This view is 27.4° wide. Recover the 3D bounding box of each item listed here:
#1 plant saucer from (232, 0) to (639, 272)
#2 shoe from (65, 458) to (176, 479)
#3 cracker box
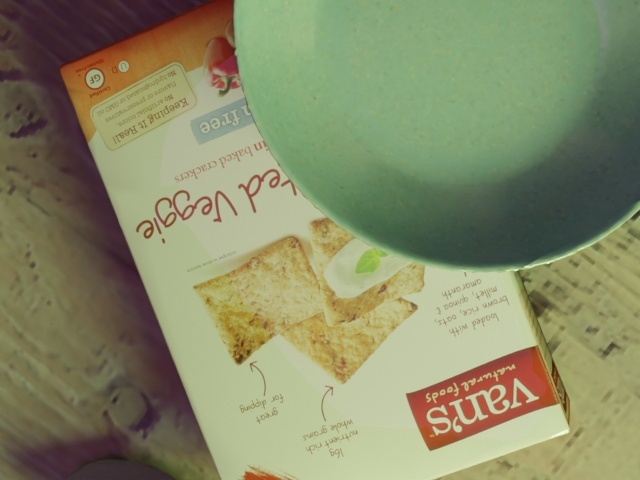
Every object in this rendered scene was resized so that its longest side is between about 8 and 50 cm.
[{"bbox_3d":[0.060,-0.083,0.534,0.195,0.037,0.195,0,87,-8],"label":"plant saucer"},{"bbox_3d":[-0.053,0.173,0.626,0.178,0.081,0.063,23,59,34],"label":"shoe"},{"bbox_3d":[0.000,0.000,0.596,0.156,0.067,0.232,-22,91,11],"label":"cracker box"}]
